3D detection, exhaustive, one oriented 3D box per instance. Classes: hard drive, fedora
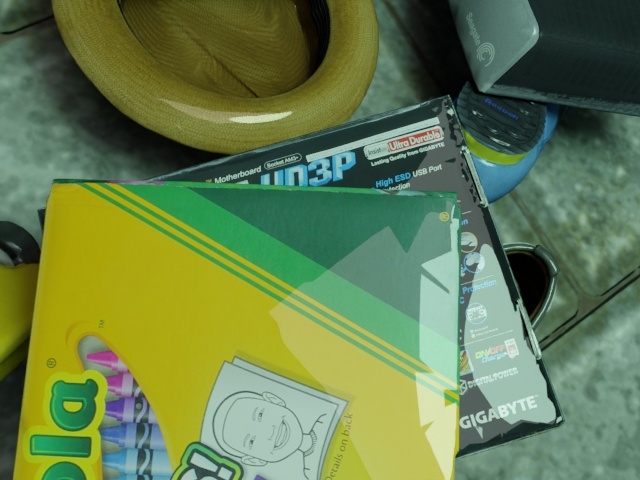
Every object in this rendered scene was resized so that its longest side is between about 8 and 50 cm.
[{"bbox_3d":[0.159,-0.202,0.564,0.172,0.054,0.254,5,61,-19],"label":"hard drive"},{"bbox_3d":[-0.062,-0.122,0.503,0.195,0.079,0.194,5,66,-11],"label":"fedora"}]

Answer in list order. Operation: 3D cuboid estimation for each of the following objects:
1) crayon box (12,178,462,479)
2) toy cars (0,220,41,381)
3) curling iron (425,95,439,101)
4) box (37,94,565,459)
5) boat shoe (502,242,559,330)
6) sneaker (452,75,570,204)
[{"bbox_3d":[-0.032,0.120,0.341,0.166,0.081,0.278,2,77,2],"label":"crayon box"},{"bbox_3d":[-0.310,0.042,0.365,0.394,0.087,0.176,-4,37,-18],"label":"toy cars"},{"bbox_3d":[0.000,0.000,0.511,0.068,0.035,0.274,44,67,-2],"label":"curling iron"},{"bbox_3d":[-0.013,0.040,0.428,0.220,0.051,0.175,-17,77,-4],"label":"box"},{"bbox_3d":[0.043,0.077,0.481,0.233,0.079,0.084,-36,89,-22],"label":"boat shoe"},{"bbox_3d":[0.127,-0.088,0.572,0.069,0.082,0.209,33,48,9],"label":"sneaker"}]
